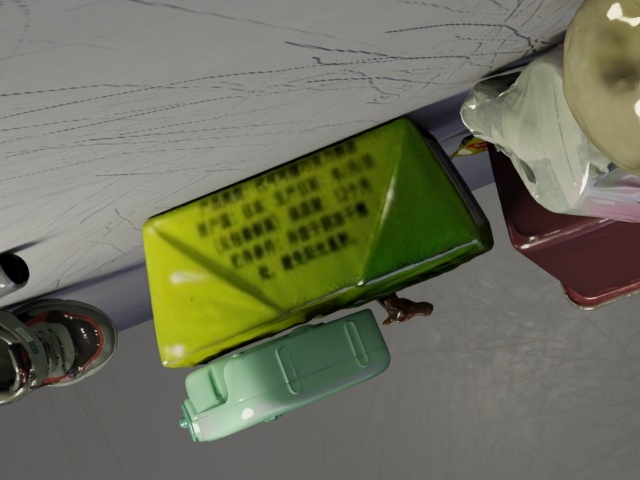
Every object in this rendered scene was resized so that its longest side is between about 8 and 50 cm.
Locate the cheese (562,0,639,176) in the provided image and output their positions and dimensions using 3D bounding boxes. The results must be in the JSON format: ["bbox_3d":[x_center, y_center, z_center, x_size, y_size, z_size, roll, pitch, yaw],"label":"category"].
[{"bbox_3d":[0.342,-0.129,0.945,0.328,0.129,0.351,-6,169,-18],"label":"cheese"}]

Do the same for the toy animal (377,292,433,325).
[{"bbox_3d":[0.041,0.013,1.724,0.224,0.066,0.230,17,-154,17],"label":"toy animal"}]

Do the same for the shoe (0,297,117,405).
[{"bbox_3d":[-0.318,0.118,1.716,0.228,0.099,0.125,-16,179,-21],"label":"shoe"}]

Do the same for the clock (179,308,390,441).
[{"bbox_3d":[-0.050,0.125,1.423,0.159,0.066,0.211,-18,174,-36],"label":"clock"}]

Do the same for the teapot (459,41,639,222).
[{"bbox_3d":[0.220,-0.109,1.236,0.178,0.221,0.163,-10,134,-22],"label":"teapot"}]

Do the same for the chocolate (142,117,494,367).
[{"bbox_3d":[0.000,0.000,1.474,0.289,0.137,0.301,-22,176,8],"label":"chocolate"}]

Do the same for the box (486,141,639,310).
[{"bbox_3d":[0.300,-0.075,1.478,0.294,0.193,0.167,-24,153,28],"label":"box"}]

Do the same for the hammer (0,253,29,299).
[{"bbox_3d":[-0.417,0.103,1.252,0.427,0.044,0.152,-22,178,14],"label":"hammer"}]

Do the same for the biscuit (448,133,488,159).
[{"bbox_3d":[0.254,-0.140,1.851,0.292,0.026,0.048,-20,158,-38],"label":"biscuit"}]
